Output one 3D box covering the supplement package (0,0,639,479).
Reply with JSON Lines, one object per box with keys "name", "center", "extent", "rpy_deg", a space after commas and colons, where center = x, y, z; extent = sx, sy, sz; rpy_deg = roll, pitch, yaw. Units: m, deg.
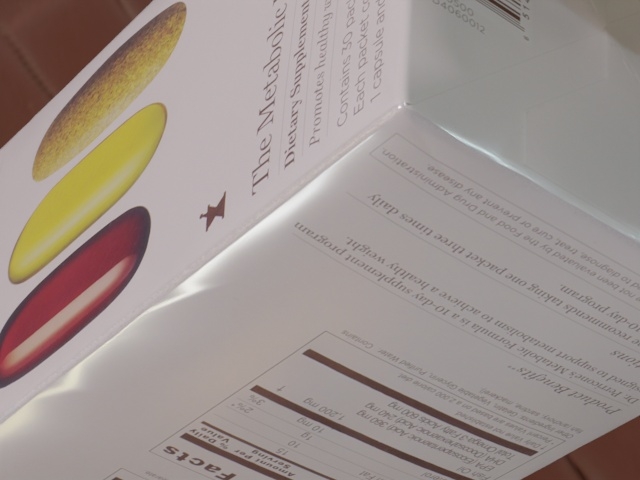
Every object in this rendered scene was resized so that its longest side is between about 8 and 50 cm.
{"name": "supplement package", "center": [0.000, 0.000, 0.559], "extent": [0.134, 0.139, 0.244], "rpy_deg": [28, 136, -27]}
